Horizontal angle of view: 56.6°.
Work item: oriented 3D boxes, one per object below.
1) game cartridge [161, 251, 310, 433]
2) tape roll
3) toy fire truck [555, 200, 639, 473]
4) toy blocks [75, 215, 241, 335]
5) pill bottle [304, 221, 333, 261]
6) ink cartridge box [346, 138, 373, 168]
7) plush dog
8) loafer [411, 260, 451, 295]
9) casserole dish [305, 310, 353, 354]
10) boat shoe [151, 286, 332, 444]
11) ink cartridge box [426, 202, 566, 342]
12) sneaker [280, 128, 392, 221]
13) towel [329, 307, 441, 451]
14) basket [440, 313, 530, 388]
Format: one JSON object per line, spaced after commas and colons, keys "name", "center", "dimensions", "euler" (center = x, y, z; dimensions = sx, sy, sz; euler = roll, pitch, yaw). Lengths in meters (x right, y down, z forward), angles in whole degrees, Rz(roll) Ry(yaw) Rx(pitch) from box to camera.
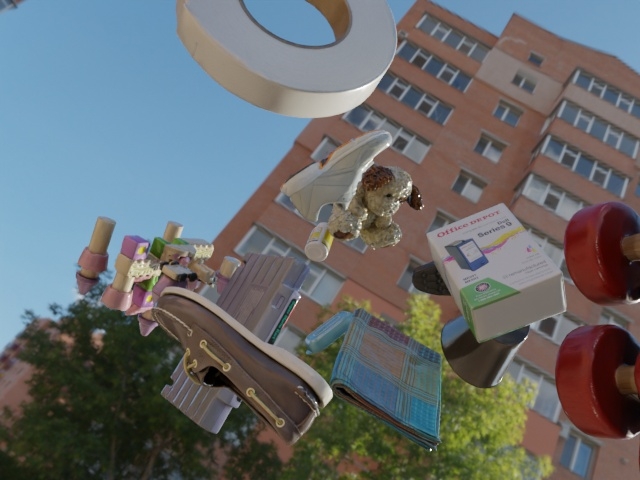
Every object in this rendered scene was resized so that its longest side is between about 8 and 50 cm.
{"name": "game cartridge", "center": [-0.169, 0.188, 1.187], "dimensions": [0.068, 0.355, 0.230], "euler": [40, -18, -32]}
{"name": "tape roll", "center": [-0.054, -0.388, 1.032], "dimensions": [0.392, 0.392, 0.072], "euler": [37, -34, -2]}
{"name": "toy fire truck", "center": [0.360, 0.088, 0.521], "dimensions": [0.254, 0.302, 0.169], "euler": [25, -25, -24]}
{"name": "toy blocks", "center": [-0.379, 0.122, 1.389], "dimensions": [0.309, 0.289, 0.260], "euler": [28, -78, 28]}
{"name": "pill bottle", "center": [0.000, 0.000, 1.638], "dimensions": [0.065, 0.116, 0.065], "euler": [8, -54, 11]}
{"name": "ink cartridge box", "center": [0.075, -0.241, 1.988], "dimensions": [0.061, 0.181, 0.104], "euler": [41, 12, -44]}
{"name": "plush dog", "center": [0.149, -0.116, 1.602], "dimensions": [0.225, 0.210, 0.262], "euler": [-34, -31, 32]}
{"name": "loafer", "center": [0.293, 0.060, 1.186], "dimensions": [0.223, 0.078, 0.076], "euler": [-9, -70, 7]}
{"name": "casserole dish", "center": [0.027, 0.260, 1.716], "dimensions": [0.037, 0.188, 0.114], "euler": [56, -14, -8]}
{"name": "boat shoe", "center": [-0.140, 0.176, 0.873], "dimensions": [0.324, 0.096, 0.116], "euler": [28, -29, 23]}
{"name": "ink cartridge box", "center": [0.293, 0.049, 1.015], "dimensions": [0.154, 0.212, 0.093], "euler": [-21, -55, 3]}
{"name": "sneaker", "center": [0.050, -0.134, 1.252], "dimensions": [0.121, 0.262, 0.099], "euler": [58, -8, -5]}
{"name": "towel", "center": [0.170, 0.309, 1.418], "dimensions": [0.271, 0.370, 0.040], "euler": [31, -66, 0]}
{"name": "basket", "center": [0.415, 0.241, 1.477], "dimensions": [0.204, 0.154, 0.227], "euler": [60, -20, 23]}
